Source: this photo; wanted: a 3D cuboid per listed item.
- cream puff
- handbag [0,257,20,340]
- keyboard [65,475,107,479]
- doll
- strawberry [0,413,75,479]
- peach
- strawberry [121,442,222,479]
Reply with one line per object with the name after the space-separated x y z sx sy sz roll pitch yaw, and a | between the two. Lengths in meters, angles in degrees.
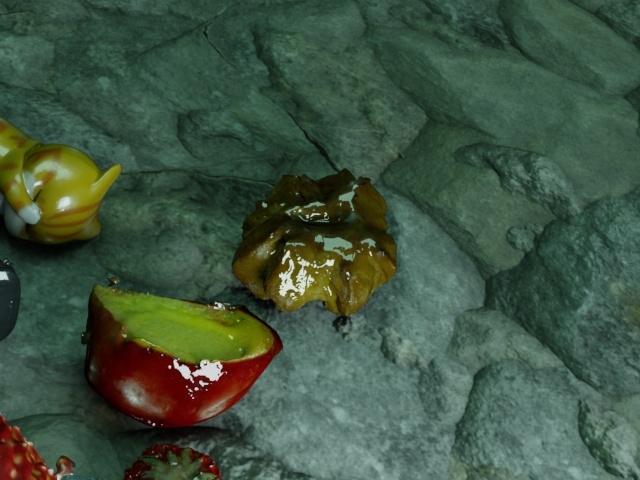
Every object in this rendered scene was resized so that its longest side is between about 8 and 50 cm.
0.000 0.000 2.077 0.241 0.155 0.269 14 50 -1 | cream puff
-0.520 0.081 1.762 0.254 0.181 0.181 -20 50 -34 | handbag
-0.285 0.366 1.692 0.055 0.014 0.176 7 45 -17 | keyboard
-0.440 -0.088 1.976 0.269 0.167 0.162 28 45 2 | doll
-0.418 0.284 1.564 0.343 0.292 0.292 23 40 -25 | strawberry
-0.183 0.169 1.829 0.267 0.154 0.159 10 35 -27 | peach
-0.181 0.319 1.731 0.145 0.086 0.145 11 43 -10 | strawberry
